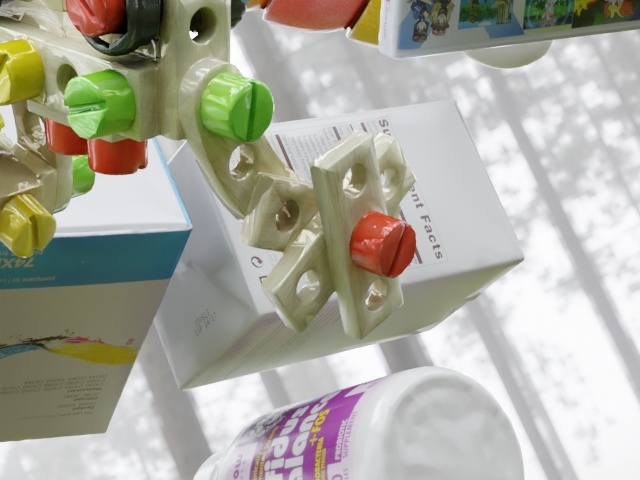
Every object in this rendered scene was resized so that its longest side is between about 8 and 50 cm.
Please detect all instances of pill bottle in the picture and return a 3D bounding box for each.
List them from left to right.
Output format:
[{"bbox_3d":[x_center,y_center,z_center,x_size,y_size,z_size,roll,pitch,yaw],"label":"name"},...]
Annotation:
[{"bbox_3d":[0.017,0.213,1.413,0.169,0.169,0.301,-12,-7,-40],"label":"pill bottle"}]

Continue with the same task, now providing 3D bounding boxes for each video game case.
[{"bbox_3d":[0.206,-0.336,1.596,0.329,0.300,0.036,-11,26,-32],"label":"video game case"}]

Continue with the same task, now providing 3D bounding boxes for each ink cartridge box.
[{"bbox_3d":[-0.258,0.013,1.380,0.197,0.198,0.270,-3,-41,-29],"label":"ink cartridge box"}]

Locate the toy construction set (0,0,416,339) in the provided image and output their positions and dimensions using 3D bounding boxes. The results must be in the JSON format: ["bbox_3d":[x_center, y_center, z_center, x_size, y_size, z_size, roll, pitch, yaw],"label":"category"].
[{"bbox_3d":[-0.110,-0.054,0.826,0.328,0.215,0.151,13,24,26],"label":"toy construction set"}]

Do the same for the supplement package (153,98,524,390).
[{"bbox_3d":[0.000,0.000,1.509,0.293,0.175,0.177,-10,-20,-35],"label":"supplement package"}]

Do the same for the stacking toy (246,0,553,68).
[{"bbox_3d":[0.060,-0.335,1.961,0.350,0.480,0.350,-60,5,8],"label":"stacking toy"}]
